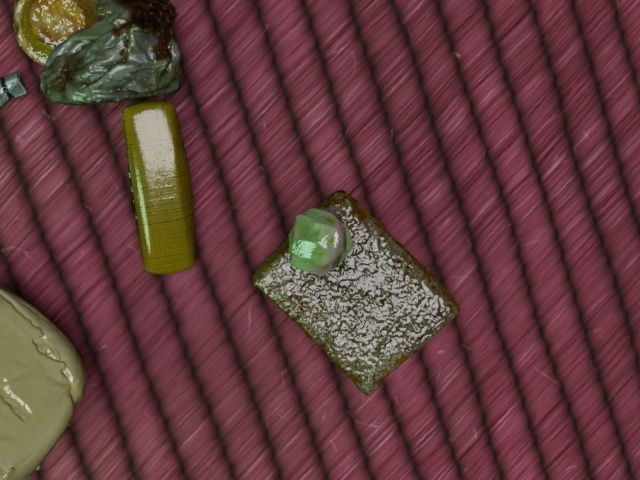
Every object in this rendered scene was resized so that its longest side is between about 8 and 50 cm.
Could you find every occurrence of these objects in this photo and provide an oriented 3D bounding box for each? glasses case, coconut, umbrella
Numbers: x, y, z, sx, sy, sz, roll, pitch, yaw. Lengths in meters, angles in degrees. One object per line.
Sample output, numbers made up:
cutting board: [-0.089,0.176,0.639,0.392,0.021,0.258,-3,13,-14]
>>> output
glasses case: [-0.211,-0.069,1.102,0.079,0.064,0.234,-9,108,-14]
coconut: [0.000,0.000,1.037,0.081,0.082,0.083,15,72,2]
umbrella: [-0.476,-0.172,1.080,0.188,0.046,0.050,-24,140,-5]

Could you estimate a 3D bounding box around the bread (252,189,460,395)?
bread: [0.049,0.067,1.140,0.184,0.110,0.234,-44,96,1]

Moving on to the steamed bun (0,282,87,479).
steamed bun: [-0.439,0.203,1.036,0.232,0.166,0.273,43,48,-14]

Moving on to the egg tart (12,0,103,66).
egg tart: [-0.342,-0.289,1.089,0.129,0.049,0.129,0,93,-8]

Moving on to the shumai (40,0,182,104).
shumai: [-0.264,-0.242,1.035,0.184,0.184,0.142,-5,100,-7]
